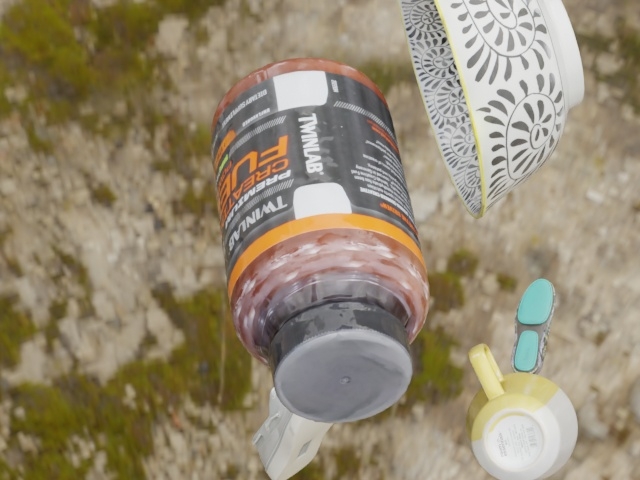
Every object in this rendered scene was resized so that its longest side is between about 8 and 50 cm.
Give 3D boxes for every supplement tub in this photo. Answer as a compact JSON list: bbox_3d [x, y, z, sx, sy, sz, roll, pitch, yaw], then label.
[{"bbox_3d":[0.000,0.000,0.977,0.106,0.106,0.198,-6,44,-4],"label":"supplement tub"}]

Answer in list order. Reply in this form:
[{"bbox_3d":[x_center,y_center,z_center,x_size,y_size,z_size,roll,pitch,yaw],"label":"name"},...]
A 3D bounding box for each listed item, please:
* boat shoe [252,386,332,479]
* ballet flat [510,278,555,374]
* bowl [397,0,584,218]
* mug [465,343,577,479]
[{"bbox_3d":[-0.023,0.161,1.739,0.066,0.184,0.063,-30,69,-27],"label":"boat shoe"},{"bbox_3d":[0.222,0.096,1.942,0.041,0.041,0.114,14,63,3],"label":"ballet flat"},{"bbox_3d":[0.104,-0.104,1.079,0.080,0.170,0.170,-17,70,-3],"label":"bowl"},{"bbox_3d":[0.101,0.101,1.007,0.078,0.064,0.062,32,96,8],"label":"mug"}]
